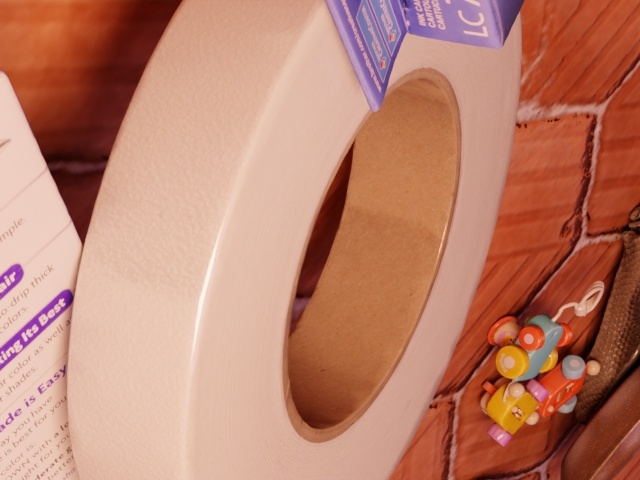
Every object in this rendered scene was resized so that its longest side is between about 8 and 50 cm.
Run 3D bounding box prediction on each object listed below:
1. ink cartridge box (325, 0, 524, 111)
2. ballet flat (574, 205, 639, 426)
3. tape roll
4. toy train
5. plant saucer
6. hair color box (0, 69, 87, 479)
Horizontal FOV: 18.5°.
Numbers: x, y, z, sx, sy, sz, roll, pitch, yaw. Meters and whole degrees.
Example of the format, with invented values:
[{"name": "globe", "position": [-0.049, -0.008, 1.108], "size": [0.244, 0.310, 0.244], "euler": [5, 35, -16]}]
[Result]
[{"name": "ink cartridge box", "position": [0.082, -0.228, 0.921], "size": [0.311, 0.065, 0.185], "euler": [-61, 150, -27]}, {"name": "ballet flat", "position": [0.250, 0.057, 1.609], "size": [0.084, 0.058, 0.250], "euler": [-41, 156, -41]}, {"name": "tape roll", "position": [0.000, 0.000, 1.051], "size": [0.392, 0.072, 0.392], "euler": [-49, 148, -45]}, {"name": "toy train", "position": [0.170, 0.092, 1.539], "size": [0.125, 0.046, 0.166], "euler": [-37, 151, -26]}, {"name": "plant saucer", "position": [0.260, 0.146, 1.642], "size": [0.198, 0.036, 0.198], "euler": [-44, 163, -17]}, {"name": "hair color box", "position": [-0.199, 0.056, 0.921], "size": [0.185, 0.110, 0.339], "euler": [-42, 151, -18]}]
